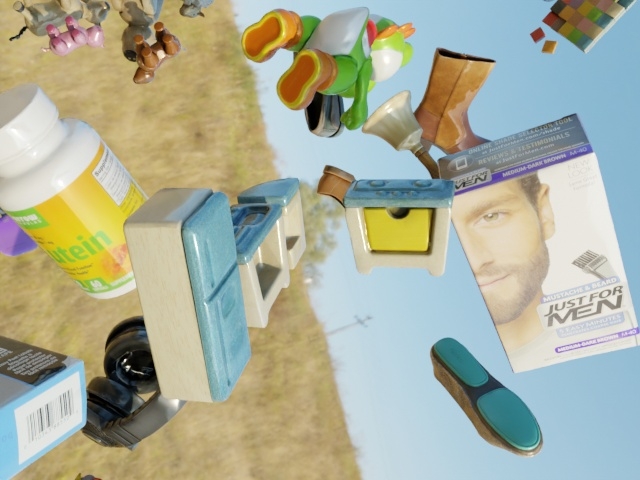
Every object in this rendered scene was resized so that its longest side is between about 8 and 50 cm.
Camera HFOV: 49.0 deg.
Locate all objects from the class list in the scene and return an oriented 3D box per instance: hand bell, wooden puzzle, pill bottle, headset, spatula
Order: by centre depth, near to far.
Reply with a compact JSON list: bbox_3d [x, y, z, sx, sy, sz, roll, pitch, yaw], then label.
[{"bbox_3d":[0.200,-0.173,0.528,0.006,0.083,0.049,21,27,-50],"label":"wooden puzzle"},{"bbox_3d":[-0.294,-0.056,0.825,0.245,0.136,0.136,59,0,-39],"label":"pill bottle"},{"bbox_3d":[-0.320,0.265,1.228,0.185,0.394,0.243,47,38,-27],"label":"headset"},{"bbox_3d":[0.204,-0.167,1.400,0.242,0.126,0.126,52,-13,9],"label":"hand bell"},{"bbox_3d":[-0.757,-0.099,1.632,0.296,0.084,0.030,59,-32,11],"label":"spatula"}]

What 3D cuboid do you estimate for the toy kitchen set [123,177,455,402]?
[{"bbox_3d":[0.000,0.000,0.471,0.207,0.166,0.122,-63,151,-59],"label":"toy kitchen set"}]

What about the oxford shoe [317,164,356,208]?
[{"bbox_3d":[0.092,-0.082,1.470,0.076,0.212,0.076,84,29,-80],"label":"oxford shoe"}]

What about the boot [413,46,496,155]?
[{"bbox_3d":[0.369,-0.335,1.752,0.096,0.264,0.280,-77,-175,-49],"label":"boot"}]

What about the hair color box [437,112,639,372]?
[{"bbox_3d":[0.299,0.019,0.945,0.110,0.185,0.338,-83,150,-53],"label":"hair color box"}]

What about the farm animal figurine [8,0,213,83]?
[{"bbox_3d":[-0.387,-0.453,1.382,0.330,0.326,0.172,25,-13,7],"label":"farm animal figurine"}]

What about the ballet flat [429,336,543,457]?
[{"bbox_3d":[0.323,0.322,1.386,0.316,0.108,0.106,-124,-153,-48],"label":"ballet flat"}]

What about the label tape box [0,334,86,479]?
[{"bbox_3d":[-0.527,0.211,0.918,0.249,0.348,0.115,-35,134,-61],"label":"label tape box"}]

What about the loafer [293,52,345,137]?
[{"bbox_3d":[-0.011,-0.356,1.530,0.096,0.084,0.267,-14,-92,38],"label":"loafer"}]

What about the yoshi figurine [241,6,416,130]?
[{"bbox_3d":[0.024,-0.304,1.223,0.203,0.362,0.203,16,-67,34],"label":"yoshi figurine"}]

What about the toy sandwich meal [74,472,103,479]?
[{"bbox_3d":[-0.384,0.420,1.168,0.029,0.086,0.085,-68,-150,25],"label":"toy sandwich meal"}]
